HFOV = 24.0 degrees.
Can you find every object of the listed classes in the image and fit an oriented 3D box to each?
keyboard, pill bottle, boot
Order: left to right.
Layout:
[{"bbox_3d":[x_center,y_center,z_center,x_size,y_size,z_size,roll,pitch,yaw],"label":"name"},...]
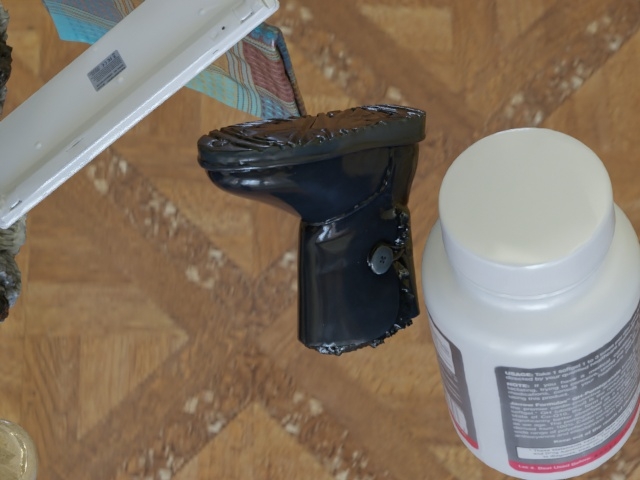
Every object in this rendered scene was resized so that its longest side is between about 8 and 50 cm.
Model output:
[{"bbox_3d":[-0.143,-0.110,1.043,0.256,0.014,0.072,-37,61,13],"label":"keyboard"},{"bbox_3d":[0.000,0.000,1.267,0.094,0.207,0.246,14,19,41],"label":"boot"},{"bbox_3d":[0.176,0.055,1.237,0.176,0.318,0.176,-5,55,8],"label":"pill bottle"}]

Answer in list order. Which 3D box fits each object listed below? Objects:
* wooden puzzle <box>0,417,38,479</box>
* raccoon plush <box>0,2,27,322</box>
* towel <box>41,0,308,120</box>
[{"bbox_3d":[-0.367,0.177,0.777,0.322,0.081,0.348,9,25,21],"label":"wooden puzzle"},{"bbox_3d":[-0.420,-0.059,1.189,0.299,0.216,0.447,21,45,-40],"label":"raccoon plush"},{"bbox_3d":[-0.196,-0.252,1.824,0.370,0.271,0.040,24,76,15],"label":"towel"}]
